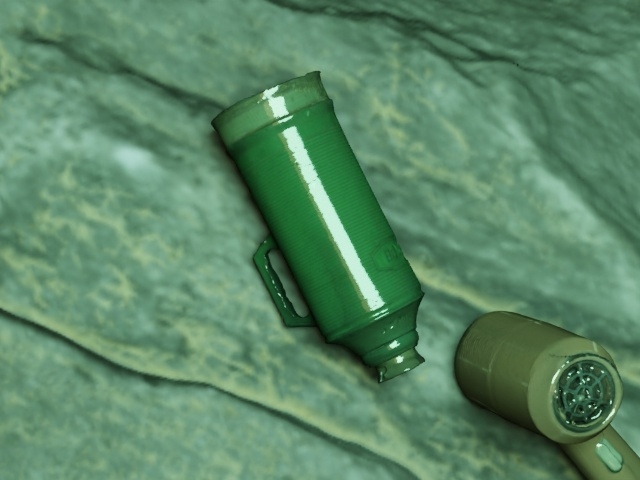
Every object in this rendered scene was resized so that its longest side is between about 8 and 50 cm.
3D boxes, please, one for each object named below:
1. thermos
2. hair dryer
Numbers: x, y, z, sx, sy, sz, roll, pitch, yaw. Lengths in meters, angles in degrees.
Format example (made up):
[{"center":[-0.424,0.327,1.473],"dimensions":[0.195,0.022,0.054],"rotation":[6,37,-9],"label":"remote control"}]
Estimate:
[{"center":[0.003,-0.002,1.081],"dimensions":[0.083,0.073,0.188],"rotation":[-26,88,-9],"label":"thermos"},{"center":[0.166,0.121,1.083],"dimensions":[0.064,0.117,0.182],"rotation":[-46,111,-10],"label":"hair dryer"}]
